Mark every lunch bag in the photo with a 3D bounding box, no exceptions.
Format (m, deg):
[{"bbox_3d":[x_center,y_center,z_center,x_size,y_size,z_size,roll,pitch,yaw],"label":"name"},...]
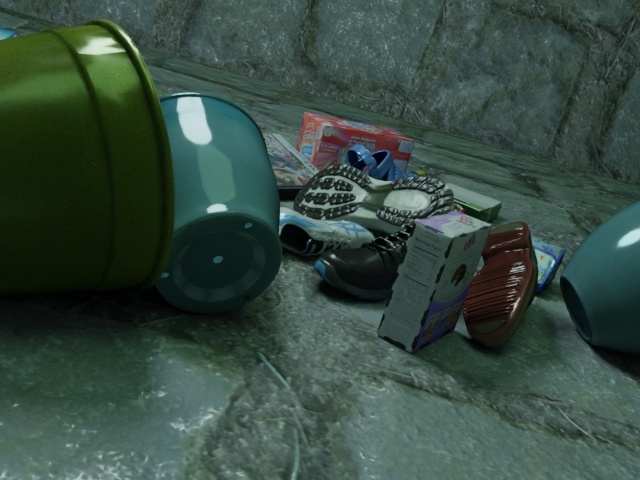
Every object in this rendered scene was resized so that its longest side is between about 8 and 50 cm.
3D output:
[{"bbox_3d":[0.447,0.048,1.615,0.128,0.096,0.151,27,35,24],"label":"lunch bag"}]

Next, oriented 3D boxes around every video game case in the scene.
[{"bbox_3d":[-0.127,-0.187,1.803,0.275,0.035,0.248,-5,43,-49],"label":"video game case"}]

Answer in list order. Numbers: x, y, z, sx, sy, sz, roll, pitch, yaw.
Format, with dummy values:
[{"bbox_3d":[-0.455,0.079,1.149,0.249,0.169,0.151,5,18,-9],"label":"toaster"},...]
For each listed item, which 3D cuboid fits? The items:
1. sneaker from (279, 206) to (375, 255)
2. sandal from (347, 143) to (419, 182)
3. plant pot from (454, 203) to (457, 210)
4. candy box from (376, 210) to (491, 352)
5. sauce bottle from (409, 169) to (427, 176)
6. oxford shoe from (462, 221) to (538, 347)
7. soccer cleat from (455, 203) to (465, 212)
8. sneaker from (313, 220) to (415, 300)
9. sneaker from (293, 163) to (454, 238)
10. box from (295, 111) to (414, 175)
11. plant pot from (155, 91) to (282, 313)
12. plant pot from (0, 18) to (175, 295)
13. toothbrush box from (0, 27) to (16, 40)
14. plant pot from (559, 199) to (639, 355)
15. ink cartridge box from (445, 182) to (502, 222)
[{"bbox_3d":[0.000,0.000,1.408,0.237,0.085,0.086,11,44,-24],"label":"sneaker"},{"bbox_3d":[0.162,-0.173,1.946,0.317,0.138,0.126,0,22,-44],"label":"sandal"},{"bbox_3d":[0.265,-0.060,1.778,0.081,0.083,0.081,28,21,34],"label":"plant pot"},{"bbox_3d":[0.182,0.060,1.172,0.070,0.196,0.165,26,20,28],"label":"candy box"},{"bbox_3d":[0.284,-0.190,2.247,0.042,0.042,0.128,25,18,25],"label":"sauce bottle"},{"bbox_3d":[0.345,0.097,1.333,0.123,0.130,0.348,-14,23,31],"label":"oxford shoe"},{"bbox_3d":[0.287,-0.085,1.914,0.196,0.068,0.076,12,12,-34],"label":"soccer cleat"},{"bbox_3d":[0.140,0.024,1.335,0.340,0.140,0.125,1,26,-35],"label":"sneaker"},{"bbox_3d":[0.115,-0.040,1.574,0.410,0.158,0.182,15,-30,40],"label":"sneaker"},{"bbox_3d":[0.093,-0.252,2.096,0.300,0.154,0.142,4,21,-28],"label":"box"},{"bbox_3d":[-0.178,-0.038,1.100,0.271,0.272,0.255,6,36,-28],"label":"plant pot"},{"bbox_3d":[-0.419,-0.080,0.910,0.353,0.366,0.366,-12,32,-35],"label":"plant pot"},{"bbox_3d":[-0.717,-0.317,1.497,0.126,0.216,0.295,11,18,-14],"label":"toothbrush box"},{"bbox_3d":[0.556,0.090,1.347,0.195,0.290,0.290,-20,20,3],"label":"plant pot"},{"bbox_3d":[0.391,-0.102,2.054,0.171,0.056,0.235,24,20,22],"label":"ink cartridge box"}]
